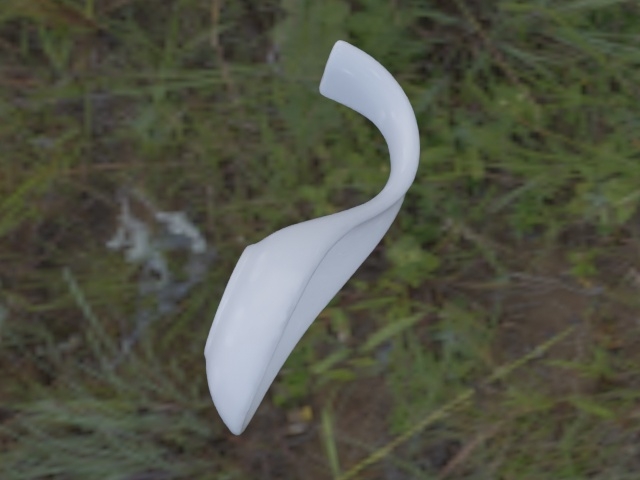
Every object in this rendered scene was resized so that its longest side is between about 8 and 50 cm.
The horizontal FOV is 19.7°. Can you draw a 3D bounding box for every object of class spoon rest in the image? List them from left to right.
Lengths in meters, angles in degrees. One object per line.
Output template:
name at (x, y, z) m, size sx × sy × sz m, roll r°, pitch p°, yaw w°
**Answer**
spoon rest at (0.000, 0.000, 1.155) m, size 0.084 × 0.276 × 0.137 m, roll 21°, pitch 148°, yaw 1°
